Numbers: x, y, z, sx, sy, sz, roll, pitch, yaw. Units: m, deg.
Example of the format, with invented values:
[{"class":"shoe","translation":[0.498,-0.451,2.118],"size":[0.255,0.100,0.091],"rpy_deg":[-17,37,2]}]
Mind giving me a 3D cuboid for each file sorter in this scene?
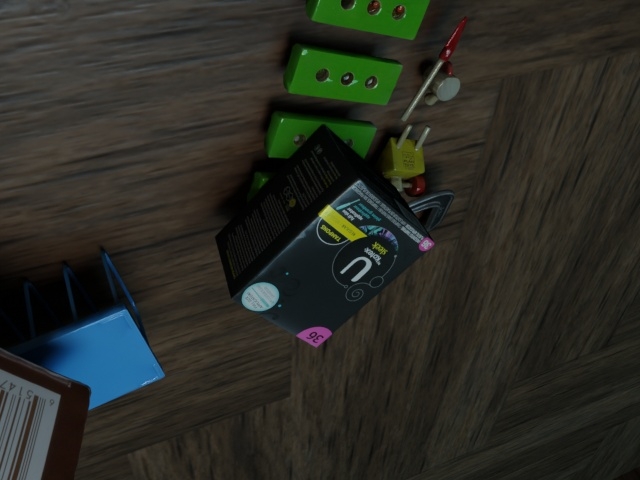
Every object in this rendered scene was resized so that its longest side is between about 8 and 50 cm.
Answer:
[{"class":"file sorter","translation":[-0.264,0.101,0.643],"size":[0.170,0.104,0.118],"rpy_deg":[-22,139,-11]}]

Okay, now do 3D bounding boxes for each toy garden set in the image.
[{"class":"toy garden set","translation":[0.046,-0.136,0.650],"size":[0.203,0.049,0.244],"rpy_deg":[0,129,-30]}]

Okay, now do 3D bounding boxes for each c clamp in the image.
[{"class":"c clamp","translation":[0.094,-0.021,0.778],"size":[0.137,0.022,0.161],"rpy_deg":[-25,162,-2]}]

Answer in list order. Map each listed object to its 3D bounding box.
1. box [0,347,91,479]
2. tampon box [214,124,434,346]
[{"class":"box","translation":[-0.390,0.205,0.534],"size":[0.381,0.143,0.191],"rpy_deg":[-29,132,25]},{"class":"tampon box","translation":[0.000,0.000,0.626],"size":[0.161,0.101,0.120],"rpy_deg":[-44,127,15]}]
